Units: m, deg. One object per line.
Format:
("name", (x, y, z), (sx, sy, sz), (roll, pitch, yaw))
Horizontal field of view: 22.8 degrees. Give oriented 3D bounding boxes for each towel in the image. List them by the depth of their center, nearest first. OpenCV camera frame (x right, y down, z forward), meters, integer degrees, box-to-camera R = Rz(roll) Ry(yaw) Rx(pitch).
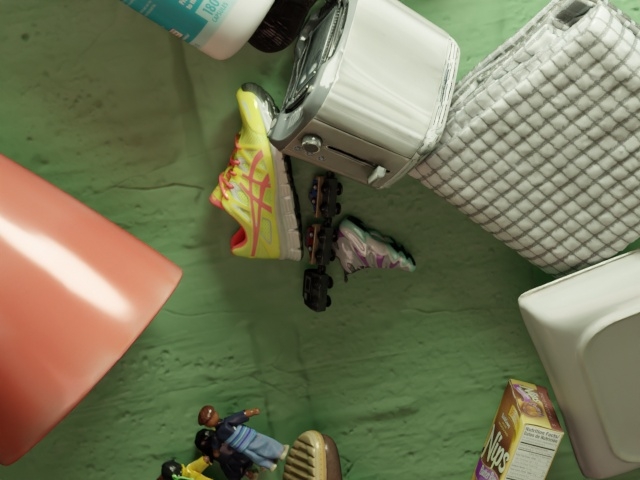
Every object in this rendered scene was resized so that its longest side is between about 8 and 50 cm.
("towel", (0.262, -0.113, 1.637), (0.235, 0.121, 0.283), (37, 129, -15))

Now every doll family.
("doll family", (-0.124, 0.259, 1.834), (0.111, 0.076, 0.193), (35, 102, -11))

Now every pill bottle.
("pill bottle", (-0.167, -0.301, 1.553), (0.264, 0.146, 0.146), (30, 108, -14))

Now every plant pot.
("plant pot", (-0.321, 0.054, 1.646), (0.243, 0.275, 0.275), (43, 105, -8))

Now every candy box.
("candy box", (0.218, 0.267, 1.830), (0.053, 0.109, 0.187), (16, 110, -9))

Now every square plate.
("square plate", (0.420, 0.120, 1.747), (0.344, 0.049, 0.347), (-21, 134, 6))

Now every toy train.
("toy train", (0.000, 0.000, 1.739), (0.027, 0.036, 0.158), (-6, 108, -40))

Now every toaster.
("toaster", (0.048, -0.161, 1.608), (0.146, 0.227, 0.129), (27, 142, -17))

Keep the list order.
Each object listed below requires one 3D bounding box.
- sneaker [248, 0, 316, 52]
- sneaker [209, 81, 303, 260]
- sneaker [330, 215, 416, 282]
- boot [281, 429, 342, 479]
("sneaker", (-0.017, -0.263, 1.619), (0.051, 0.089, 0.170), (34, 146, -8))
("sneaker", (-0.075, -0.066, 1.692), (0.094, 0.081, 0.208), (-7, 113, 3))
("sneaker", (0.051, 0.023, 1.761), (0.098, 0.038, 0.069), (33, 109, -5))
("boot", (0.064, 0.319, 1.857), (0.207, 0.090, 0.248), (-10, 111, -25))
